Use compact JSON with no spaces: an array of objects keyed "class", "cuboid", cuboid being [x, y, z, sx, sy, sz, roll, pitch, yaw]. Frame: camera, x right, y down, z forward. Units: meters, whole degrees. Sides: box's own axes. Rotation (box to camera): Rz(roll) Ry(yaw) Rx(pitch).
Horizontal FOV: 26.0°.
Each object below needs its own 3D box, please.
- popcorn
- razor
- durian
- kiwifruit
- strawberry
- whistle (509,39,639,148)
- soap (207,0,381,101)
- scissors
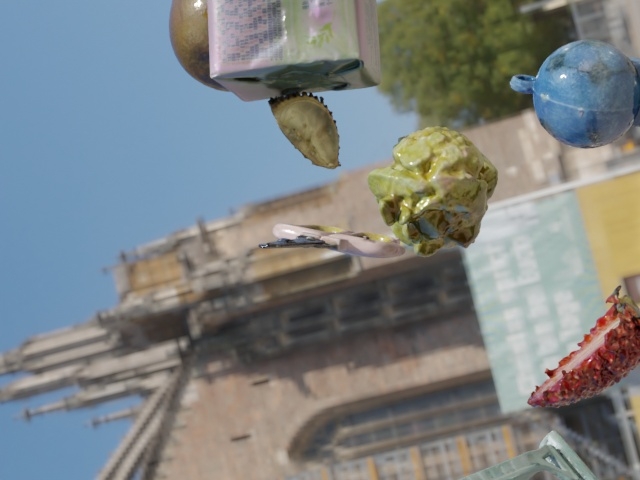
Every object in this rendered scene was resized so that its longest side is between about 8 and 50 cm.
[{"class":"popcorn","cuboid":[0.161,-0.073,2.031,0.187,0.167,0.185,-64,-23,1]},{"class":"razor","cuboid":[0.176,0.283,1.563,0.111,0.278,0.056,-128,32,-49]},{"class":"durian","cuboid":[-0.012,-0.137,1.643,0.130,0.052,0.066,39,-150,-36]},{"class":"kiwifruit","cuboid":[-0.124,-0.336,2.035,0.234,0.196,0.196,-82,-26,-43]},{"class":"strawberry","cuboid":[0.392,0.172,1.965,0.087,0.208,0.167,42,-167,-2]},{"class":"whistle","cuboid":[0.221,-0.108,1.052,0.090,0.158,0.090,12,-90,-73]},{"class":"soap","cuboid":[-0.032,-0.274,1.614,0.138,0.182,0.199,20,-114,-77]},{"class":"scissors","cuboid":[0.000,0.000,1.550,0.317,0.160,0.024,-4,-76,-71]}]
